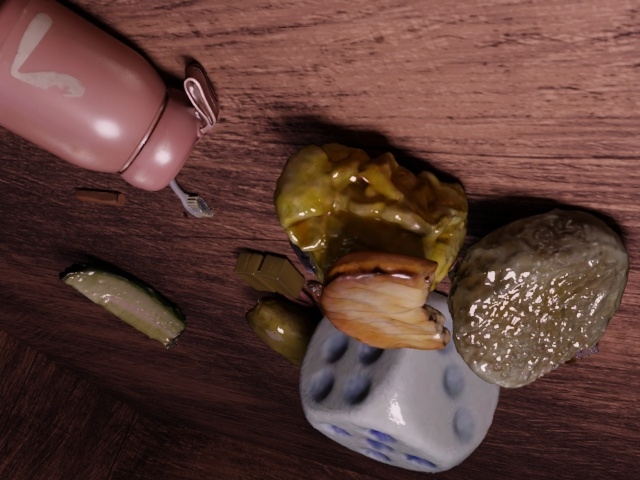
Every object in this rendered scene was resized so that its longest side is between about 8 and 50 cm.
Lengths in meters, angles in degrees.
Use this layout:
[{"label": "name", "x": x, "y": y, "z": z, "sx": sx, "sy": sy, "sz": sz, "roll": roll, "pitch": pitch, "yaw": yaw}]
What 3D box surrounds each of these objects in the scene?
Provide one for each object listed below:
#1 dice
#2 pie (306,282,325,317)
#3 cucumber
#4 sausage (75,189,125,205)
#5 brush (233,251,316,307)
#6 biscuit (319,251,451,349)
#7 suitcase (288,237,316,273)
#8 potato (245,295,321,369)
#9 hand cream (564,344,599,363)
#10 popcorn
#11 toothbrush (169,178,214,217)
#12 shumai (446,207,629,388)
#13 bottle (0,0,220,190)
[{"label": "dice", "x": 0.142, "y": 0.245, "z": 1.542, "sx": 0.262, "sy": 0.268, "sz": 0.265, "roll": 39, "pitch": 153, "yaw": -32}, {"label": "pie", "x": 0.024, "y": 0.131, "z": 1.691, "sx": 0.092, "sy": 0.034, "sz": 0.170, "roll": 15, "pitch": 156, "yaw": 25}, {"label": "cucumber", "x": -0.469, "y": 0.129, "z": 2.043, "sx": 0.325, "sy": 0.105, "sz": 0.145, "roll": 37, "pitch": 180, "yaw": -32}, {"label": "sausage", "x": -0.417, "y": -0.081, "z": 1.619, "sx": 0.116, "sy": 0.026, "sz": 0.026, "roll": 7, "pitch": 153, "yaw": 32}, {"label": "brush", "x": -0.071, "y": 0.092, "z": 1.677, "sx": 0.103, "sy": 0.047, "sz": 0.233, "roll": 10, "pitch": 160, "yaw": 27}, {"label": "biscuit", "x": 0.084, "y": 0.087, "z": 1.113, "sx": 0.154, "sy": 0.045, "sz": 0.299, "roll": -4, "pitch": 153, "yaw": 10}, {"label": "suitcase", "x": 0.000, "y": 0.000, "z": 1.353, "sx": 0.059, "sy": 0.086, "sz": 0.126, "roll": 12, "pitch": 155, "yaw": 25}, {"label": "potato", "x": -0.056, "y": 0.188, "z": 1.775, "sx": 0.251, "sy": 0.113, "sz": 0.149, "roll": 45, "pitch": 173, "yaw": -39}, {"label": "hand cream", "x": 0.401, "y": 0.188, "z": 1.485, "sx": 0.062, "sy": 0.039, "sz": 0.163, "roll": 45, "pitch": 150, "yaw": -12}, {"label": "popcorn", "x": 0.084, "y": -0.021, "z": 1.134, "sx": 0.225, "sy": 0.173, "sz": 0.286, "roll": -5, "pitch": 151, "yaw": 24}, {"label": "toothbrush", "x": -0.265, "y": -0.135, "z": 1.362, "sx": 0.037, "sy": 0.028, "sz": 0.375, "roll": 4, "pitch": 152, "yaw": 25}, {"label": "shumai", "x": 0.268, "y": 0.042, "z": 1.157, "sx": 0.225, "sy": 0.222, "sz": 0.260, "roll": 15, "pitch": 124, "yaw": -21}, {"label": "bottle", "x": -0.288, "y": -0.191, "z": 1.093, "sx": 0.297, "sy": 0.173, "sz": 0.206, "roll": 31, "pitch": 122, "yaw": -21}]
